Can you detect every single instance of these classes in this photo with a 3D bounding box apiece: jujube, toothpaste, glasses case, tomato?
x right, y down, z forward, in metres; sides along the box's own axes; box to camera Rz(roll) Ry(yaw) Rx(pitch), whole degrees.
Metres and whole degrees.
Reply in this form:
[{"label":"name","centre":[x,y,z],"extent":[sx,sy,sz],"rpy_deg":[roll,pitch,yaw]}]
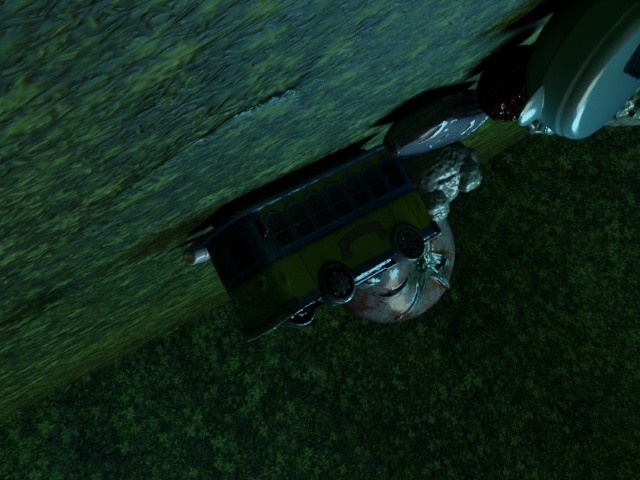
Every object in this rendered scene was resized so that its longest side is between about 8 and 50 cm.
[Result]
[{"label":"jujube","centre":[0.269,-0.211,1.516],"extent":[0.104,0.104,0.166],"rpy_deg":[-29,177,-22]},{"label":"toothpaste","centre":[-0.135,-0.011,1.675],"extent":[0.052,0.033,0.218],"rpy_deg":[-27,-176,37]},{"label":"glasses case","centre":[0.174,-0.171,1.585],"extent":[0.109,0.067,0.282],"rpy_deg":[-34,177,26]},{"label":"tomato","centre":[0.160,0.032,2.515],"extent":[0.316,0.317,0.282],"rpy_deg":[-28,-151,-35]}]

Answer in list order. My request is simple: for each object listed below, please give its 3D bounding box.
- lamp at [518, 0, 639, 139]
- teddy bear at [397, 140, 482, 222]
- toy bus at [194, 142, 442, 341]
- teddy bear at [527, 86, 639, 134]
[{"label":"lamp","centre":[0.360,-0.244,1.345],"extent":[0.284,0.147,0.209],"rpy_deg":[-36,167,23]},{"label":"teddy bear","centre":[0.188,-0.106,2.045],"extent":[0.236,0.151,0.267],"rpy_deg":[-36,174,-15]},{"label":"toy bus","centre":[0.000,0.000,1.568],"extent":[0.312,0.190,0.152],"rpy_deg":[-28,177,-35]},{"label":"teddy bear","centre":[0.531,-0.302,2.009],"extent":[0.367,0.225,0.357],"rpy_deg":[-12,172,-23]}]
